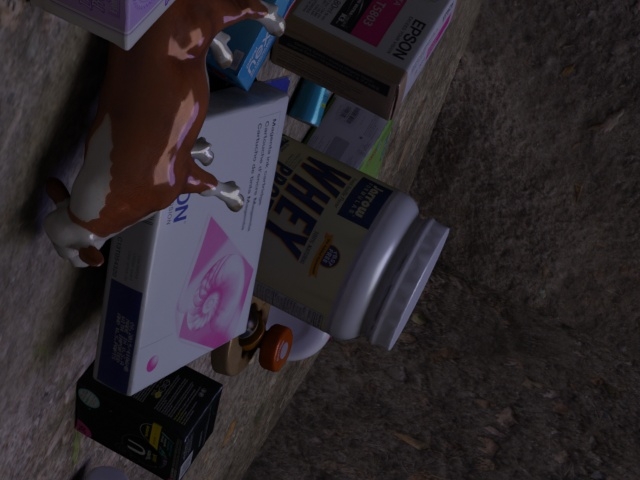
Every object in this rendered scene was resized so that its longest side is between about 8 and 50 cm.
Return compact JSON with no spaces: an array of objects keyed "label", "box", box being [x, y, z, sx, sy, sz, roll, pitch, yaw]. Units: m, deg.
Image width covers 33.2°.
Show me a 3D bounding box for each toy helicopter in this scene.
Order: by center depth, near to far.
[{"label":"toy helicopter","box":[-0.120,0.058,1.818,0.235,0.140,0.355,7,99,-71]}]

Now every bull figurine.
[{"label":"bull figurine","box":[-0.148,-0.108,0.999,0.188,0.101,0.311,-4,118,-51]}]

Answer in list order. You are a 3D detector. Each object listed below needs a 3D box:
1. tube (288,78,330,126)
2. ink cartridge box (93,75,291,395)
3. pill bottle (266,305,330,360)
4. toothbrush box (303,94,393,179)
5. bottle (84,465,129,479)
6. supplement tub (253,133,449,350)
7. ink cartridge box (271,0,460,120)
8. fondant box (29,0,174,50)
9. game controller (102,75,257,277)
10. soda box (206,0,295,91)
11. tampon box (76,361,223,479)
[{"label":"tube","box":[0.008,-0.287,1.720,0.080,0.052,0.207,-110,-140,-87]},{"label":"ink cartridge box","box":[-0.125,-0.018,1.276,0.330,0.071,0.324,-26,133,-55]},{"label":"pill bottle","box":[-0.032,0.135,2.247,0.182,0.181,0.323,-65,171,11]},{"label":"toothbrush box","box":[0.031,-0.125,2.059,0.206,0.122,0.283,-59,169,-28]},{"label":"bottle","box":[-0.353,0.464,1.616,0.118,0.092,0.283,-50,164,-60]},{"label":"supplement tub","box":[0.000,0.000,1.566,0.235,0.324,0.235,-61,171,-17]},{"label":"ink cartridge box","box":[0.069,-0.311,1.504,0.235,0.193,0.088,-59,171,-29]},{"label":"fondant box","box":[-0.093,-0.337,0.805,0.330,0.096,0.238,-56,169,-35]},{"label":"game controller","box":[-0.159,-0.065,1.301,0.319,0.067,0.166,-62,171,-16]},{"label":"soda box","box":[-0.068,-0.280,1.207,0.210,0.067,0.071,-62,171,-4]},{"label":"tampon box","box":[-0.228,0.222,1.416,0.101,0.161,0.120,-55,167,-41]}]
